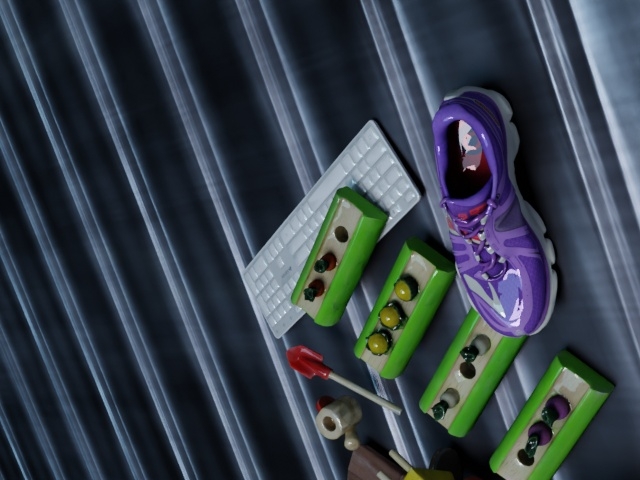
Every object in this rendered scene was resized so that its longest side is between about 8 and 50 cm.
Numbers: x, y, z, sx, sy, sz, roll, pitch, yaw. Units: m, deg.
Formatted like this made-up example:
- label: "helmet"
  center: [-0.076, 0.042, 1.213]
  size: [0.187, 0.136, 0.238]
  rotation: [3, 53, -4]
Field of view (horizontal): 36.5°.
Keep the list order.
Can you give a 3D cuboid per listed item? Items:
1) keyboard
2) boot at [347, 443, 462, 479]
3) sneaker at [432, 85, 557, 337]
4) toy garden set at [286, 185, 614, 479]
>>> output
- label: "keyboard"
  center: [0.000, 0.000, 0.804]
  size: [0.072, 0.014, 0.256]
  rotation: [55, 141, 10]
- label: "boot"
  center: [0.065, 0.195, 0.826]
  size: [0.114, 0.037, 0.106]
  rotation: [29, 128, 42]
- label: "sneaker"
  center: [0.101, -0.012, 0.624]
  size: [0.068, 0.071, 0.170]
  rotation: [-13, 101, 29]
- label: "toy garden set"
  center: [0.061, 0.112, 0.727]
  size: [0.244, 0.049, 0.204]
  rotation: [38, 124, 23]
